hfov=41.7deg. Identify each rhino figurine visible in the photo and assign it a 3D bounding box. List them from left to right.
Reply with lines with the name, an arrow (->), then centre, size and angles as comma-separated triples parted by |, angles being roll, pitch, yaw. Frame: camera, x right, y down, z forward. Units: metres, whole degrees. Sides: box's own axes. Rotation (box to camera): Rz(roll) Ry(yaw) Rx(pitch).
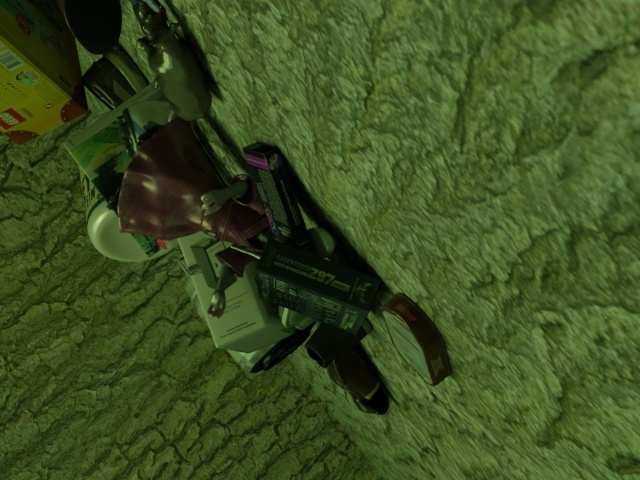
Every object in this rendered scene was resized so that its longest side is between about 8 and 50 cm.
rhino figurine -> -0.227, -0.275, 1.277 | 0.106, 0.073, 0.243 | 50, 168, 30

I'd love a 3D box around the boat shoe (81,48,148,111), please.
boat shoe -> -0.402, -0.254, 1.887 | 0.355, 0.130, 0.132 | 54, 169, -13

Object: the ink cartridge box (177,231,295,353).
ink cartridge box -> -0.178, 0.075, 1.746 | 0.289, 0.122, 0.211 | 68, -171, 16

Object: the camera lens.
camera lens -> -0.163, 0.160, 2.003 | 0.274, 0.219, 0.219 | 49, 169, 12

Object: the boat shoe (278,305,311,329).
boat shoe -> -0.048, 0.102, 1.640 | 0.099, 0.116, 0.319 | 49, 175, 12

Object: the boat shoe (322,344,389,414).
boat shoe -> 0.088, 0.297, 1.812 | 0.095, 0.095, 0.257 | 24, 160, 38

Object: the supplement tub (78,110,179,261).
supplement tub -> -0.455, -0.137, 2.026 | 0.235, 0.235, 0.324 | 67, -177, -53

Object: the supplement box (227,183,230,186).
supplement box -> -0.151, -0.073, 1.699 | 0.098, 0.036, 0.062 | 53, 170, 0

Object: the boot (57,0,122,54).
boot -> -0.442, -0.467, 1.415 | 0.280, 0.096, 0.264 | 45, 166, 50

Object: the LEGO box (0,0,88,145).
LEGO box -> -0.714, -0.488, 1.713 | 0.500, 0.193, 0.372 | 49, -160, -60

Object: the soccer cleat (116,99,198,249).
soccer cleat -> -0.308, -0.131, 1.717 | 0.116, 0.143, 0.331 | -122, 20, -55

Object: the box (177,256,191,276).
box -> -0.289, 0.042, 2.125 | 0.072, 0.126, 0.137 | 53, 169, -5

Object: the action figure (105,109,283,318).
action figure -> -0.184, -0.048, 1.531 | 0.370, 0.275, 0.248 | 25, 127, 3

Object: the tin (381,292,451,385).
tin -> 0.141, 0.150, 1.236 | 0.106, 0.040, 0.189 | 39, 163, 34

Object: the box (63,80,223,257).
box -> -0.360, -0.146, 1.798 | 0.058, 0.232, 0.322 | 41, 165, 51

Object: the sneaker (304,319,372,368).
sneaker -> 0.014, 0.178, 1.616 | 0.083, 0.118, 0.222 | 52, 169, -2

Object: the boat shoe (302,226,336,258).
boat shoe -> 0.000, 0.000, 1.313 | 0.142, 0.040, 0.049 | -177, 74, -71

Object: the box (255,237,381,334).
box -> -0.008, 0.079, 1.345 | 0.183, 0.059, 0.232 | 21, 166, 4

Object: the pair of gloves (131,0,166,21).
pair of gloves -> -0.295, -0.387, 1.324 | 0.159, 0.023, 0.198 | 51, 170, 1

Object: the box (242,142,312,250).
box -> -0.068, -0.069, 1.306 | 0.116, 0.029, 0.162 | 27, 137, 66
